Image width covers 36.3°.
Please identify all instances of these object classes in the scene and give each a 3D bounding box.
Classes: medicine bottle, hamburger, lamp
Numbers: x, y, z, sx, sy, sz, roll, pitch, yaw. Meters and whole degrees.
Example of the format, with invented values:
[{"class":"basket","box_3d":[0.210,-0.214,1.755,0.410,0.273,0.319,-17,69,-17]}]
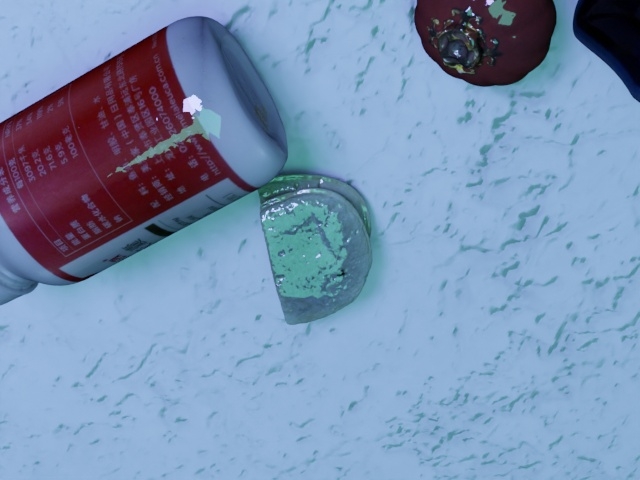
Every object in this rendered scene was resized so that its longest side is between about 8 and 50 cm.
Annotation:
[{"class":"medicine bottle","box_3d":[-0.156,-0.052,0.706,0.250,0.131,0.131,-27,114,13]},{"class":"hamburger","box_3d":[0.000,0.001,0.779,0.084,0.054,0.121,-12,109,8]},{"class":"lamp","box_3d":[0.113,-0.155,0.680,0.101,0.090,0.101,23,137,24]}]

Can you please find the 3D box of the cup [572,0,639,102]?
[{"class":"cup","box_3d":[0.287,-0.226,0.531,0.242,0.292,0.308,-1,118,1]}]
